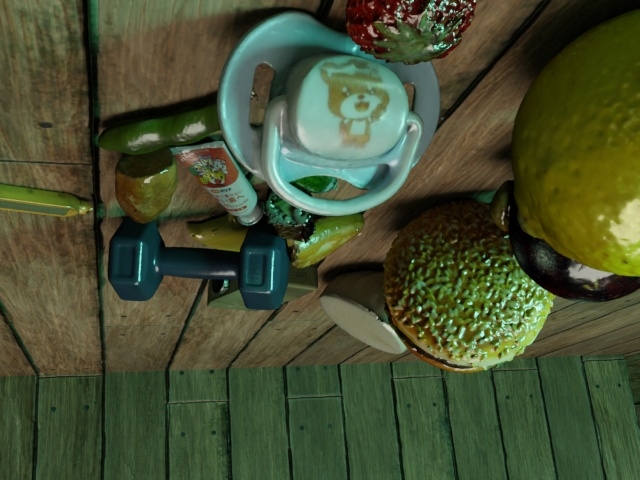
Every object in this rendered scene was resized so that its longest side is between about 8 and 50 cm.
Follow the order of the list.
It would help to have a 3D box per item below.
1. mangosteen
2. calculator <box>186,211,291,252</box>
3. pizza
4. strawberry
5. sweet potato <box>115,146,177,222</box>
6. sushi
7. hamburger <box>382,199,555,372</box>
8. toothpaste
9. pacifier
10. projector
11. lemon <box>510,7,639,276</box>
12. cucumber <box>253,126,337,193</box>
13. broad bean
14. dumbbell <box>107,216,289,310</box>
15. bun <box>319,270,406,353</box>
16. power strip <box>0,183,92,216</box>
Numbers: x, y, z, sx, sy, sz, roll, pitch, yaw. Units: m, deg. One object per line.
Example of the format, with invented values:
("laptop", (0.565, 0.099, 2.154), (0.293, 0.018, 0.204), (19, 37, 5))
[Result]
("mangosteen", (0.416, -0.042, 1.148), (0.288, 0.288, 0.288), (-4, 161, -1))
("calculator", (-0.147, -0.007, 1.459), (0.157, 0.033, 0.236), (-17, 160, 30))
("pizza", (0.000, 0.000, 1.393), (0.182, 0.062, 0.161), (-28, 160, -29))
("strawberry", (0.096, -0.239, 0.753), (0.145, 0.086, 0.145), (1, 158, 1))
("sweet potato", (-0.274, -0.083, 1.133), (0.097, 0.097, 0.251), (1, 166, -17))
("sushi", (-0.048, -0.050, 1.256), (0.098, 0.094, 0.084), (13, 161, 3))
("hamburger", (0.278, 0.092, 1.406), (0.329, 0.330, 0.250), (-5, 168, 1))
("toothpaste", (-0.156, -0.098, 1.172), (0.089, 0.057, 0.234), (-6, 153, 15))
("pacifier", (0.000, -0.159, 0.889), (0.278, 0.228, 0.207), (3, -160, -21))
("projector", (-0.152, 0.096, 1.658), (0.193, 0.088, 0.269), (10, 159, -36))
("lemon", (0.394, -0.117, 0.855), (0.336, 0.336, 0.336), (-4, 161, -1))
("cucumber", (-0.033, -0.115, 1.136), (0.056, 0.056, 0.250), (-16, 158, 30))
("broad bean", (-0.193, -0.157, 0.983), (0.254, 0.047, 0.065), (-13, 153, 18))
("dumbbell", (-0.221, 0.043, 1.333), (0.324, 0.144, 0.160), (2, 149, 5))
("bun", (0.143, 0.151, 1.823), (0.263, 0.175, 0.263), (30, 159, 13))
("power strip", (-0.471, -0.065, 1.213), (0.178, 0.028, 0.049), (8, 157, -32))
